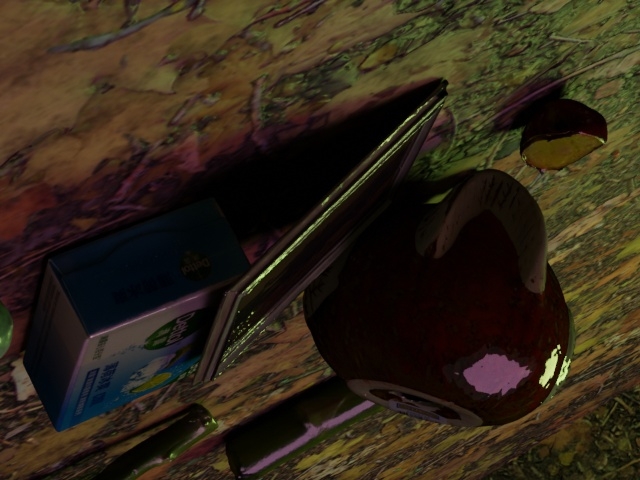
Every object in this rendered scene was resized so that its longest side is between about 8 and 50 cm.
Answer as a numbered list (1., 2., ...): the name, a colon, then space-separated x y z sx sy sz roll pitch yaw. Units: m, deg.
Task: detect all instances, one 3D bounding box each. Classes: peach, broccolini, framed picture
1. peach: 0.209 -0.093 1.462 0.077 0.050 0.083 -8 157 11
2. broccolini: -0.281 0.257 1.712 0.392 0.079 0.074 -31 154 -19
3. framed picture: 0.000 0.000 1.308 0.252 0.014 0.197 -44 170 -25

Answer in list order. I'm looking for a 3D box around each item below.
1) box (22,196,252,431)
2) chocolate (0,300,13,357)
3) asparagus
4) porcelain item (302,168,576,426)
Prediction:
1. box: -0.144 0.059 1.294 0.139 0.073 0.194 -22 162 -24
2. chocolate: -0.277 0.047 1.011 0.110 0.110 0.291 -33 165 13
3. asparagus: 0.014 0.197 1.987 0.277 0.060 0.067 -28 144 -5
4. porcelain item: 0.112 0.039 1.486 0.253 0.253 0.253 -26 163 -9
